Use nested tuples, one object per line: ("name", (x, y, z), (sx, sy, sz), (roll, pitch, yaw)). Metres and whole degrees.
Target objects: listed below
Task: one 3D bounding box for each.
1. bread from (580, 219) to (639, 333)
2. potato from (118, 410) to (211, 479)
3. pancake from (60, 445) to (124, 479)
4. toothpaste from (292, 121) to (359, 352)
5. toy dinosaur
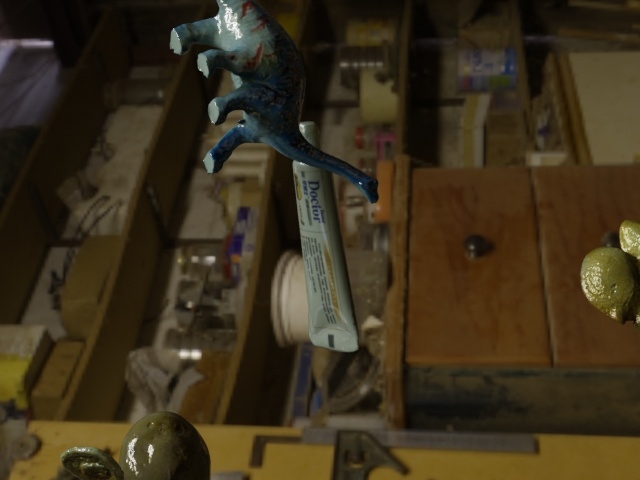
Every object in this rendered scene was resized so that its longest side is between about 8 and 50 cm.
("bread", (0.456, 0.039, 1.288), (0.065, 0.149, 0.187), (115, 171, -62))
("potato", (-0.311, 0.464, 1.795), (0.160, 0.178, 0.235), (87, 177, -74))
("pancake", (-0.355, 0.353, 1.388), (0.017, 0.108, 0.108), (-70, -19, -45))
("toothpaste", (0.000, 0.000, 0.947), (0.037, 0.067, 0.255), (-28, -64, -50))
("toy dinosaur", (-0.067, -0.155, 0.842), (0.329, 0.144, 0.076), (62, 157, -5))
